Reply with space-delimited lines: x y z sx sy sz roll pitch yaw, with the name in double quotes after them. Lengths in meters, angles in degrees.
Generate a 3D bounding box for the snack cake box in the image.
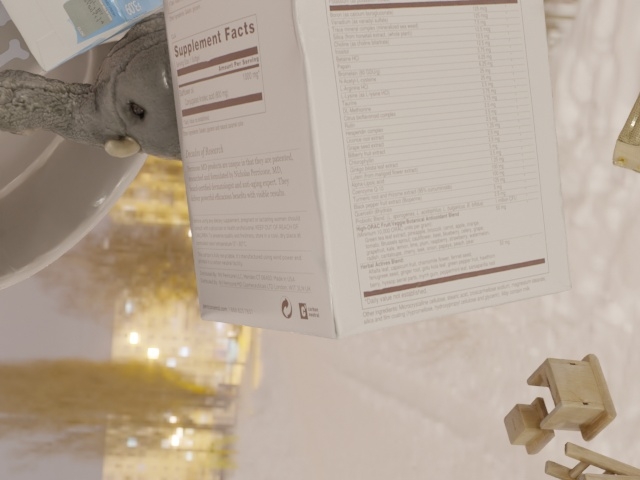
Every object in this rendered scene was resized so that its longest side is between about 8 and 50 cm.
-0.165 -0.249 0.942 0.152 0.089 0.264 60 -153 -12 "snack cake box"

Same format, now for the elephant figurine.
-0.057 -0.091 0.746 0.169 0.239 0.186 18 77 51 "elephant figurine"

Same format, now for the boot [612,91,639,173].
0.473 -0.062 1.521 0.095 0.203 0.262 -13 -62 -59 "boot"

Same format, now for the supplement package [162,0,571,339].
0.016 -0.088 0.561 0.134 0.139 0.244 0 97 59 "supplement package"

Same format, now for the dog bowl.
-0.275 -0.095 1.089 0.349 0.102 0.349 -46 -15 -16 "dog bowl"

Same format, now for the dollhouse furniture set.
0.191 0.204 0.909 0.182 0.101 0.161 122 148 -45 "dollhouse furniture set"
